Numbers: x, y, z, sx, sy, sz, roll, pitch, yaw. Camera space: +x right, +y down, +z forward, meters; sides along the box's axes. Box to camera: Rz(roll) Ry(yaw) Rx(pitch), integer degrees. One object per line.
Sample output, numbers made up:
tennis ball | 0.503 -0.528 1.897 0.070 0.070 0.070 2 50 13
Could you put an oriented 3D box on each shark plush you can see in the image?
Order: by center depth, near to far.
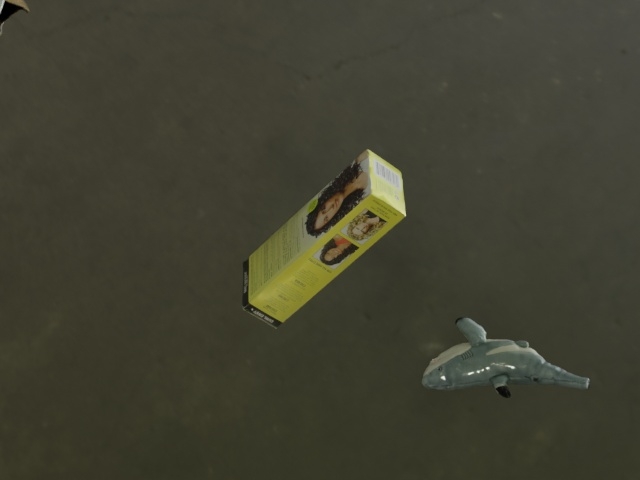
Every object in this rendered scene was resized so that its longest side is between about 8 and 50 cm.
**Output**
shark plush | 0.186 0.139 1.379 0.067 0.161 0.073 -52 152 -49

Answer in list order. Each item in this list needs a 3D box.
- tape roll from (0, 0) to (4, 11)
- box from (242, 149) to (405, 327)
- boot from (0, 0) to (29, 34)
tape roll | -0.291 -0.128 0.922 0.072 0.219 0.219 30 98 -29
box | 0.000 0.000 1.630 0.058 0.087 0.232 31 122 -26
boot | -0.321 -0.254 1.209 0.112 0.305 0.115 -35 87 1
